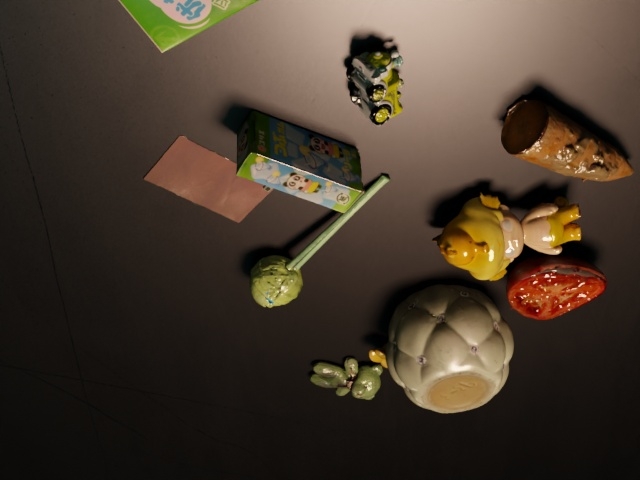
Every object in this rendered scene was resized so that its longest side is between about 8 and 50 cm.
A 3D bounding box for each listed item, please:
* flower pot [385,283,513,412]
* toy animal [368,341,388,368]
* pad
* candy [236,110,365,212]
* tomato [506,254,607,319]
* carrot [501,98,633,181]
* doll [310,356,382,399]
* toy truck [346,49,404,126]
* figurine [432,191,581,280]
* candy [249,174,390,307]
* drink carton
[{"bbox_3d":[0.246,0.209,1.630,0.246,0.195,0.246,-4,139,-3],"label":"flower pot"},{"bbox_3d":[0.160,0.243,1.748,0.083,0.070,0.159,-39,130,23],"label":"toy animal"},{"bbox_3d":[-0.177,-0.094,1.382,0.188,0.006,0.113,26,129,-31],"label":"pad"},{"bbox_3d":[-0.031,-0.120,1.307,0.194,0.097,0.062,18,135,-24],"label":"candy"},{"bbox_3d":[0.426,0.068,1.582,0.174,0.082,0.166,27,132,-37],"label":"tomato"},{"bbox_3d":[0.407,-0.144,1.353,0.263,0.102,0.102,15,134,-31],"label":"carrot"},{"bbox_3d":[0.053,0.298,1.800,0.150,0.077,0.115,11,125,-3],"label":"doll"},{"bbox_3d":[0.087,-0.226,1.229,0.077,0.076,0.111,-27,142,-13],"label":"toy truck"},{"bbox_3d":[0.315,-0.013,1.452,0.246,0.131,0.156,-7,104,2],"label":"figurine"},{"bbox_3d":[0.000,0.000,1.470,0.335,0.092,0.093,-42,91,23],"label":"candy"},{"bbox_3d":[-0.124,-0.361,1.022,0.271,0.108,0.161,-23,133,18],"label":"drink carton"}]
